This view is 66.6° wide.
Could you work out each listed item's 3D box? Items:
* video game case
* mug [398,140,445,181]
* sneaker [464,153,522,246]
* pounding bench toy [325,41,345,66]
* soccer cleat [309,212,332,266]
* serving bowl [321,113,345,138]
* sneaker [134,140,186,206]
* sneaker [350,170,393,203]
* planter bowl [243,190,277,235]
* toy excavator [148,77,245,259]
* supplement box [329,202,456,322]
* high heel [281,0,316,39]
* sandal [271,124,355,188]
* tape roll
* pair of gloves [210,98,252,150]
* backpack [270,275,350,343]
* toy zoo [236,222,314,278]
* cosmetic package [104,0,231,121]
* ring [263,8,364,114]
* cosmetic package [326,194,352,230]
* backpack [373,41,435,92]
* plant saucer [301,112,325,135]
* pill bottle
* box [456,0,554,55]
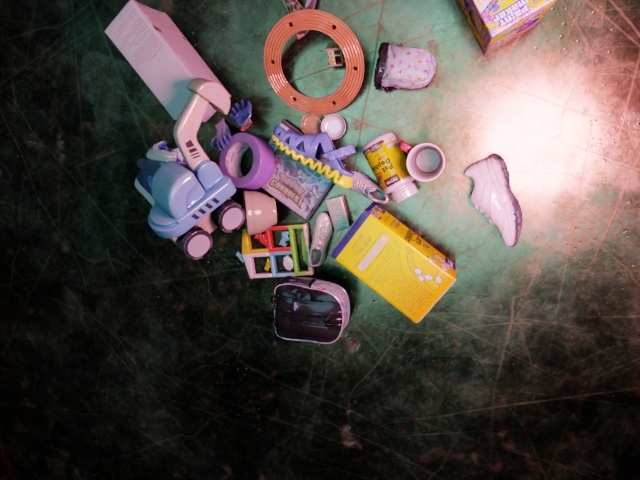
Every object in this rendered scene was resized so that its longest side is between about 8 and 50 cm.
[{"bbox_3d":[-0.086,-0.244,1.713,0.275,0.035,0.248,37,108,5],"label":"video game case"},{"bbox_3d":[0.326,-0.264,1.524,0.113,0.169,0.150,-26,93,19],"label":"mug"},{"bbox_3d":[0.552,-0.120,1.543,0.129,0.111,0.296,-17,93,34],"label":"sneaker"},{"bbox_3d":[0.054,-0.610,1.591,0.052,0.083,0.065,3,134,17],"label":"pounding bench toy"},{"bbox_3d":[0.000,0.000,1.719,0.068,0.076,0.196,11,104,13],"label":"soccer cleat"},{"bbox_3d":[0.045,-0.384,1.648,0.084,0.027,0.083,1,101,7],"label":"serving bowl"},{"bbox_3d":[-0.525,-0.216,1.788,0.323,0.130,0.236,41,113,10],"label":"sneaker"},{"bbox_3d":[0.155,-0.178,1.636,0.191,0.083,0.071,26,109,10],"label":"sneaker"},{"bbox_3d":[-0.212,-0.099,1.727,0.109,0.162,0.161,-4,102,-11],"label":"planter bowl"},{"bbox_3d":[-0.408,-0.227,1.568,0.433,0.445,0.222,-43,48,-17],"label":"toy excavator"},{"bbox_3d":[0.244,0.064,1.604,0.357,0.194,0.195,38,109,4],"label":"supplement box"},{"bbox_3d":[-0.143,-0.772,1.582,0.262,0.093,0.186,16,99,3],"label":"high heel"},{"bbox_3d":[-0.010,-0.301,1.607,0.318,0.126,0.138,29,103,-1],"label":"sandal"},{"bbox_3d":[-0.257,-0.274,1.698,0.189,0.080,0.188,0,89,31],"label":"tape roll"},{"bbox_3d":[-0.312,-0.402,1.699,0.198,0.023,0.159,-36,46,16],"label":"pair of gloves"},{"bbox_3d":[-0.023,0.242,1.716,0.254,0.191,0.225,7,106,21],"label":"backpack"},{"bbox_3d":[-0.176,0.041,1.800,0.294,0.030,0.192,-4,101,16],"label":"toy zoo"},{"bbox_3d":[-0.511,-0.597,1.662,0.156,0.217,0.385,-40,91,20],"label":"cosmetic package"},{"bbox_3d":[-0.022,-0.568,1.572,0.337,0.032,0.336,10,130,12],"label":"ring"},{"bbox_3d":[0.065,-0.095,1.699,0.060,0.041,0.115,-13,98,17],"label":"cosmetic package"},{"bbox_3d":[0.264,-0.534,1.514,0.182,0.115,0.151,11,102,10],"label":"backpack"},{"bbox_3d":[-0.025,-0.394,1.666,0.084,0.015,0.083,-1,99,-4],"label":"plant saucer"},{"bbox_3d":[0.231,-0.232,1.579,0.117,0.117,0.214,-29,89,19],"label":"pill bottle"},{"bbox_3d":[0.473,-0.695,1.329,0.177,0.290,0.279,-28,94,18],"label":"box"}]
